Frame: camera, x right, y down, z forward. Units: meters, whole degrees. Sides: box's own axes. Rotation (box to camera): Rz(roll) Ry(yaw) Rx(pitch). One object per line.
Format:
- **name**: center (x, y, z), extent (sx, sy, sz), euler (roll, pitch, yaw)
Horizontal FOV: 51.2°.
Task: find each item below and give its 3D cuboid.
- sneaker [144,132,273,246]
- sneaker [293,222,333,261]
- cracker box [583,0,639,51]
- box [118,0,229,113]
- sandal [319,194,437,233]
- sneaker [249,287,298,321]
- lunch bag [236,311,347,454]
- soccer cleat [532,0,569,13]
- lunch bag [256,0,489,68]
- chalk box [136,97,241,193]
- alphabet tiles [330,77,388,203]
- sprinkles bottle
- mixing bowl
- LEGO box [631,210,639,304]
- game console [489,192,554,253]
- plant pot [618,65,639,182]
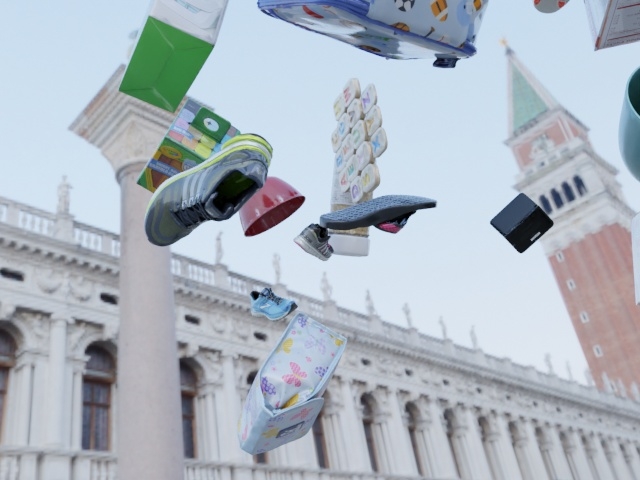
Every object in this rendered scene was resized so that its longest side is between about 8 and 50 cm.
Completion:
- **sneaker**: center (-0.215, -0.077, 1.225), extent (0.300, 0.121, 0.111), euler (-36, -59, 20)
- **sneaker**: center (0.000, 0.000, 1.643), extent (0.075, 0.063, 0.170), euler (-49, -27, 8)
- **cracker box**: center (0.252, -0.278, 0.538), extent (0.067, 0.156, 0.232), euler (-9, -11, 14)
- **box**: center (-0.265, -0.411, 1.263), extent (0.126, 0.231, 0.262), euler (20, -25, -21)
- **sandal**: center (0.075, -0.028, 0.853), extent (0.179, 0.040, 0.067), euler (-16, 19, -33)
- **sneaker**: center (-0.126, 0.156, 1.675), extent (0.162, 0.073, 0.063), euler (-2, 23, 43)
- **lunch bag**: center (-0.023, 0.106, 0.465), extent (0.053, 0.083, 0.071), euler (31, -45, 8)
- **soccer cleat**: center (0.333, -0.405, 0.910), extent (0.068, 0.076, 0.196), euler (11, -35, 12)
- **lunch bag**: center (0.075, -0.334, 0.957), extent (0.303, 0.115, 0.243), euler (8, 7, -37)
- **chalk box**: center (-0.347, -0.244, 1.824), extent (0.180, 0.179, 0.289), euler (31, -42, -15)
- **alphabet tiles**: center (0.085, -0.243, 1.631), extent (0.021, 0.284, 0.278), euler (-5, -16, -21)
- **sprinkles bottle**: center (0.087, -0.136, 1.804), extent (0.121, 0.356, 0.121), euler (5, -3, 0)
- **mixing bowl**: center (-0.138, -0.097, 1.670), extent (0.181, 0.098, 0.181), euler (-32, -9, -6)
- **LEGO box**: center (0.746, 0.014, 1.096), extent (0.372, 0.193, 0.500), euler (-3, -6, 17)
- **game console**: center (0.538, -0.046, 1.786), extent (0.122, 0.071, 0.107), euler (-44, -77, 9)
- **plant pot**: center (0.850, -0.254, 1.585), extent (0.293, 0.293, 0.235), euler (-11, -36, 0)
